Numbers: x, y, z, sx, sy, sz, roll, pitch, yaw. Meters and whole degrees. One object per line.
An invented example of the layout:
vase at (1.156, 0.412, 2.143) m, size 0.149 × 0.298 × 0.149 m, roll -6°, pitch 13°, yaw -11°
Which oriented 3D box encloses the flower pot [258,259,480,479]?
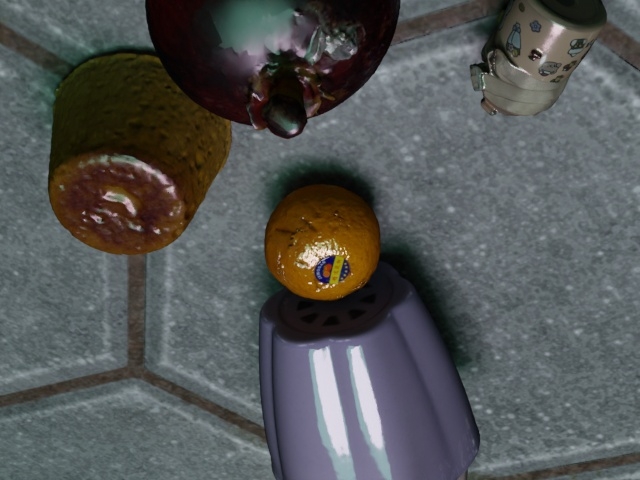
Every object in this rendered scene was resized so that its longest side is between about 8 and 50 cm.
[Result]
flower pot at (0.038, 0.168, 1.408) m, size 0.265 × 0.265 × 0.243 m, roll -9°, pitch 121°, yaw 14°

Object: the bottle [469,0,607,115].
bottle at (0.206, -0.181, 1.156) m, size 0.099 × 0.099 × 0.152 m, roll 18°, pitch 136°, yaw -11°

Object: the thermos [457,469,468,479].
thermos at (0.110, 0.313, 1.639) m, size 0.193 × 0.105 × 0.137 m, roll 6°, pitch 108°, yaw 9°

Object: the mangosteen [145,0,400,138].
mangosteen at (-0.038, -0.185, 1.058) m, size 0.236 × 0.261 × 0.235 m, roll -5°, pitch 145°, yaw -4°

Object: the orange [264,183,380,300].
orange at (0.001, -0.002, 1.330) m, size 0.136 × 0.117 × 0.135 m, roll -8°, pitch 134°, yaw -8°

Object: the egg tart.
egg tart at (-0.198, -0.084, 1.249) m, size 0.203 × 0.147 × 0.202 m, roll 2°, pitch 132°, yaw 2°
